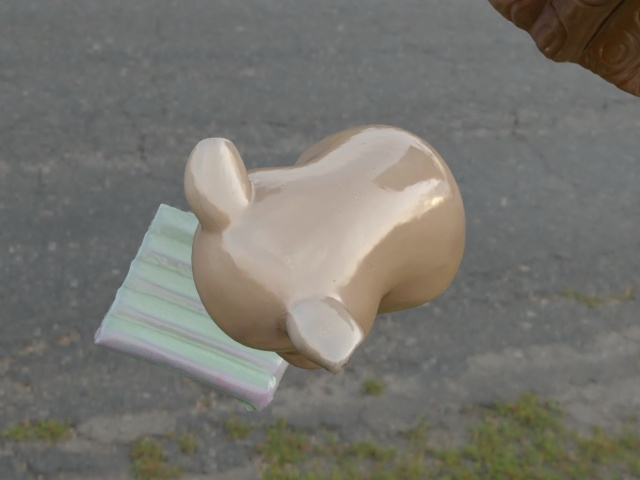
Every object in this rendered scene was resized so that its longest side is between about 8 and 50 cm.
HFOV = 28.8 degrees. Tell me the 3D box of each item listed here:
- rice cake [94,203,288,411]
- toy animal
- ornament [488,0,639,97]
[{"bbox_3d":[-0.109,0.067,1.290,0.198,0.037,0.189,29,66,-10],"label":"rice cake"},{"bbox_3d":[-0.003,0.002,1.029,0.256,0.213,0.195,-33,82,-40],"label":"toy animal"},{"bbox_3d":[0.261,-0.257,1.031,0.221,0.235,0.217,0,-9,-3],"label":"ornament"}]
